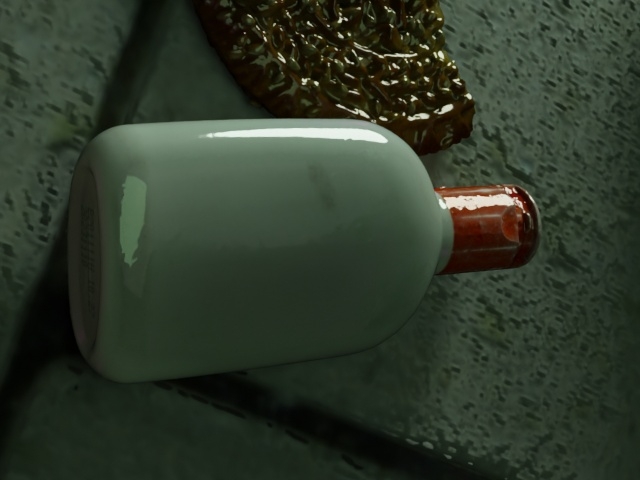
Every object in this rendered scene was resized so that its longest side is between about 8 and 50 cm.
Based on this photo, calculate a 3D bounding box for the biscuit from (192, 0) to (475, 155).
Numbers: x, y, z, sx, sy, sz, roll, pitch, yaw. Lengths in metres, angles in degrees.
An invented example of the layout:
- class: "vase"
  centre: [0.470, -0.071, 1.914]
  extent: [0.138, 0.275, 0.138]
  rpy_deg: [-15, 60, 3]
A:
- class: "biscuit"
  centre: [-0.002, -0.122, 0.621]
  extent: [0.126, 0.025, 0.206]
  rpy_deg: [-32, 104, -28]

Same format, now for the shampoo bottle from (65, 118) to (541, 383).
- class: "shampoo bottle"
  centre: [0.000, 0.000, 0.597]
  extent: [0.221, 0.051, 0.108]
  rpy_deg: [-4, 100, -31]
